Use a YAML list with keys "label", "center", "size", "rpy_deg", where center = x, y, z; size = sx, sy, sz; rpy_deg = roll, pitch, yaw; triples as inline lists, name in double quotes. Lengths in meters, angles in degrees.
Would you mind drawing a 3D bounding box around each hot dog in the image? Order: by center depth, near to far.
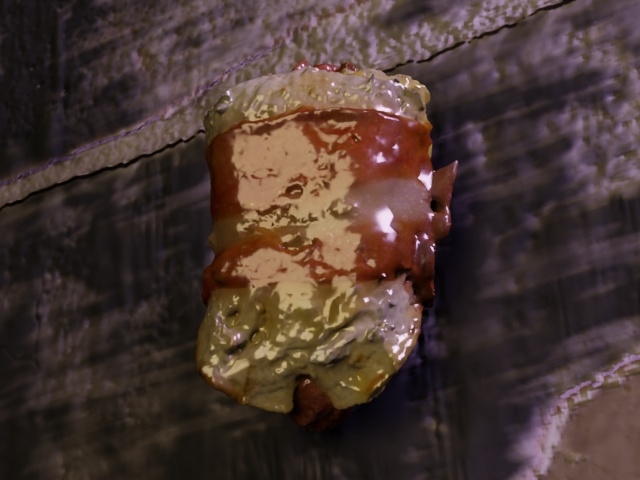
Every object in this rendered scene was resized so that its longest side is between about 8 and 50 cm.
- label: "hot dog"
  center: [0.000, 0.000, 1.023]
  size: [0.146, 0.103, 0.213]
  rpy_deg: [4, 75, 11]
